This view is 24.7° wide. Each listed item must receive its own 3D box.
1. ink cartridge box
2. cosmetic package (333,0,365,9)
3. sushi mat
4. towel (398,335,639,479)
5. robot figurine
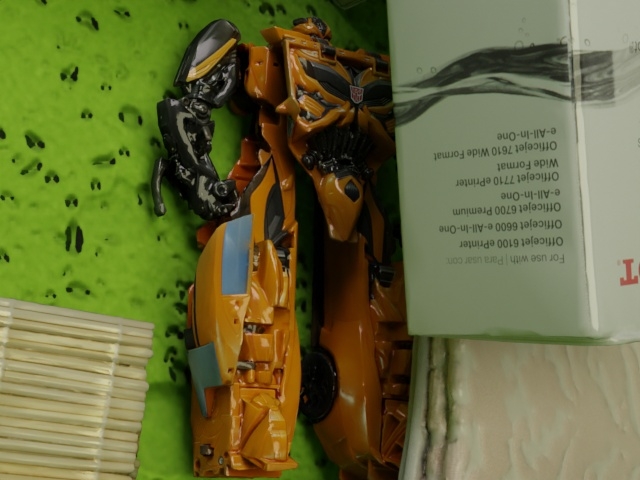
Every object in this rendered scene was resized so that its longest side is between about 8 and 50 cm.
[{"bbox_3d":[0.154,-0.105,0.812,0.223,0.129,0.307,-4,91,-46],"label":"ink cartridge box"},{"bbox_3d":[0.103,-0.307,0.979,0.113,0.160,0.309,49,57,-18],"label":"cosmetic package"},{"bbox_3d":[-0.228,0.093,0.749,0.317,0.019,0.151,13,74,-34],"label":"sushi mat"},{"bbox_3d":[0.144,0.180,0.915,0.317,0.053,0.331,33,55,-47],"label":"towel"},{"bbox_3d":[0.000,0.000,0.891,0.211,0.085,0.291,8,77,-36],"label":"robot figurine"}]
